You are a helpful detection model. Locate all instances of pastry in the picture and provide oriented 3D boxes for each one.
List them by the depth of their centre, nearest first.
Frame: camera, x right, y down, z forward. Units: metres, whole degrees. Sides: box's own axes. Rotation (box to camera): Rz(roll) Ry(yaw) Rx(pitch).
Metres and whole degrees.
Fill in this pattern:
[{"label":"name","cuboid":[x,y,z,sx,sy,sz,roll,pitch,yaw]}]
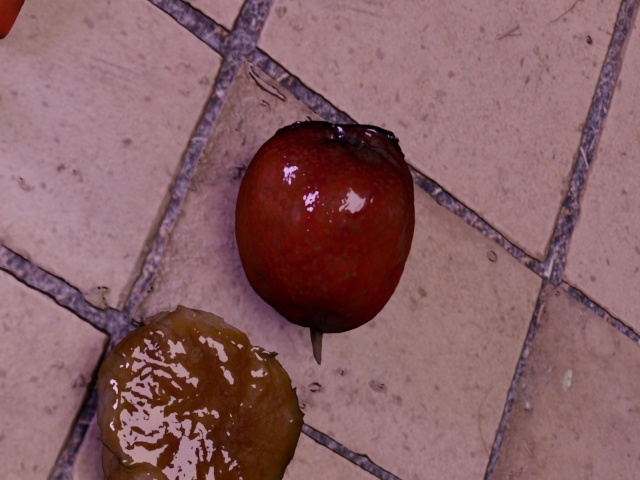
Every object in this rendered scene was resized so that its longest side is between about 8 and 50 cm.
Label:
[{"label":"pastry","cuboid":[-0.115,0.172,1.442,0.229,0.100,0.218,2,77,-33]}]

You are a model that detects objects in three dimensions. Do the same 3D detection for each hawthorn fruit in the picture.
[{"label":"hawthorn fruit","cuboid":[0.000,0.000,1.528,0.189,0.189,0.251,8,97,-37]}]

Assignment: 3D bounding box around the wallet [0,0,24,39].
[{"label":"wallet","cuboid":[-0.349,-0.284,1.353,0.204,0.045,0.142,22,85,-40]}]
